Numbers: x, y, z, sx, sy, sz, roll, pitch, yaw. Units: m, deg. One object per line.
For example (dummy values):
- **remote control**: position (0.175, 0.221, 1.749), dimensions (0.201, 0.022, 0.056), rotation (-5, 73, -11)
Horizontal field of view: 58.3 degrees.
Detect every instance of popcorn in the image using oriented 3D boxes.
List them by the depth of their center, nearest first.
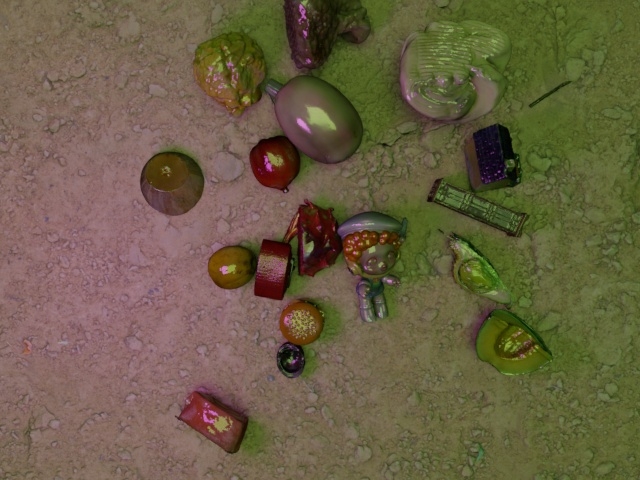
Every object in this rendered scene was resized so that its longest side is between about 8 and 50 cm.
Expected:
- **popcorn**: position (-0.292, -0.536, 1.828), dimensions (0.212, 0.259, 0.259), rotation (32, 93, 22)

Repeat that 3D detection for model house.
- **model house**: position (0.577, -0.275, 1.844), dimensions (0.170, 0.211, 0.193), rotation (-6, 83, -1)

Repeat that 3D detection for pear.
- **pear**: position (-0.291, 0.088, 1.898), dimensions (0.162, 0.149, 0.148), rotation (-17, 94, 7)

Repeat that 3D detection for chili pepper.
- **chili pepper**: position (-0.093, -0.033, 1.952), dimensions (0.045, 0.027, 0.178), rotation (30, 93, 1)

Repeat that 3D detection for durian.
- **durian**: position (0.521, 0.109, 1.935), dimensions (0.375, 0.132, 0.106), rotation (47, 68, -8)

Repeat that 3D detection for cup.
- **cup**: position (-0.142, -0.492, 1.912), dimensions (0.083, 0.075, 0.054), rotation (32, 56, 0)

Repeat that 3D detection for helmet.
- **helmet**: position (-0.099, 0.400, 1.963), dimensions (0.098, 0.070, 0.123), rotation (-4, 106, 7)

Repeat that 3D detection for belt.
- **belt**: position (-0.149, 0.101, 1.905), dimensions (0.124, 0.128, 0.200), rotation (10, 105, -1)

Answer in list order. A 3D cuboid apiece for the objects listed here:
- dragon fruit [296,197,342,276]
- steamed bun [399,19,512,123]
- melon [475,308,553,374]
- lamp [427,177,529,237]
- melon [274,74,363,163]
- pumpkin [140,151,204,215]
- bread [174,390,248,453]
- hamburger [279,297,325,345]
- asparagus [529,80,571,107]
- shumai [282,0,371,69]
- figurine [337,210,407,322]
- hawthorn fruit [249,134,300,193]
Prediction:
- **dragon fruit**: position (0.007, 0.002, 1.897), dimensions (0.161, 0.126, 0.274), rotation (-2, 104, -12)
- **steamed bun**: position (0.422, -0.516, 1.819), dimensions (0.339, 0.247, 0.352), rotation (2, 58, 9)
- **melon**: position (0.630, 0.347, 1.956), dimensions (0.265, 0.129, 0.169), rotation (35, 115, -6)
- **lamp**: position (0.527, -0.110, 1.929), dimensions (0.326, 0.089, 0.090), rotation (23, 92, -3)
- **melon**: position (-0.003, -0.381, 1.828), dimensions (0.317, 0.223, 0.223), rotation (43, 92, -13)
- **pumpkin**: position (-0.503, -0.196, 1.898), dimensions (0.218, 0.110, 0.217), rotation (0, 89, 1)
- **bread**: position (-0.357, 0.603, 1.923), dimensions (0.244, 0.190, 0.123), rotation (29, 80, 0)
- **hamburger**: position (-0.061, 0.273, 1.932), dimensions (0.162, 0.115, 0.161), rotation (0, 93, -1)
- **asparagus**: position (0.777, -0.499, 1.939), dimensions (0.163, 0.016, 0.016), rotation (-33, 54, 1)
- **shumai**: position (0.029, -0.687, 1.776), dimensions (0.263, 0.314, 0.266), rotation (-14, 82, -4)
- **figurine**: position (0.147, 0.085, 1.894), dimensions (0.225, 0.205, 0.381), rotation (0, 109, -25)
- **hawthorn fruit**: position (-0.140, -0.246, 1.873), dimensions (0.169, 0.169, 0.188), rotation (-28, 93, 1)
